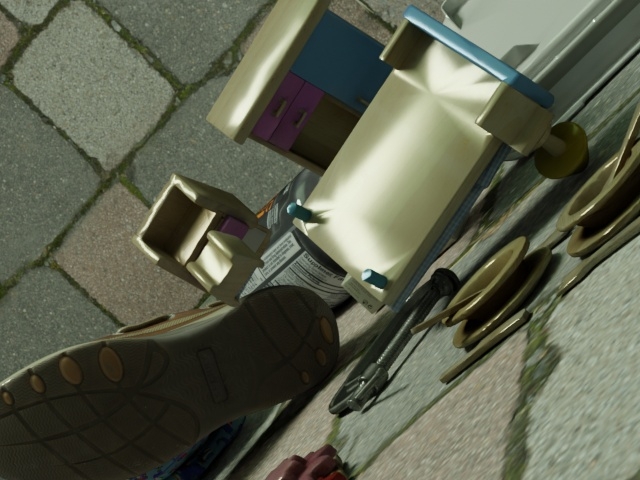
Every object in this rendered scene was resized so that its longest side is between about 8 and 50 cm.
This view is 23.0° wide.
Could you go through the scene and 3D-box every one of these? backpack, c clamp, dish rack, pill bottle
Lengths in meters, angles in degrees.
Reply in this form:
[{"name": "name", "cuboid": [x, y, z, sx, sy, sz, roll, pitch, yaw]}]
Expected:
[{"name": "backpack", "cuboid": [-0.145, 0.173, 1.490, 0.158, 0.117, 0.173, -50, 5, -37]}, {"name": "c clamp", "cuboid": [0.057, 0.074, 1.152, 0.161, 0.022, 0.137, -52, 2, -37]}, {"name": "dish rack", "cuboid": [0.236, -0.248, 1.432, 0.333, 0.072, 0.285, -44, 23, 14]}, {"name": "pill bottle", "cuboid": [0.000, 0.000, 1.584, 0.245, 0.130, 0.130, -41, 8, 47]}]

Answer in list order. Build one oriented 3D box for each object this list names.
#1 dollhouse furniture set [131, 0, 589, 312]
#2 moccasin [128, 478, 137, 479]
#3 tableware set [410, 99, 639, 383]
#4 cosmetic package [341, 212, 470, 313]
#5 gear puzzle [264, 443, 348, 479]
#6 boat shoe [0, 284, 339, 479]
[{"name": "dollhouse furniture set", "cuboid": [0.060, -0.019, 1.235, 0.286, 0.198, 0.303, -58, 43, 6]}, {"name": "moccasin", "cuboid": [-0.214, 0.273, 1.266, 0.138, 0.117, 0.342, -45, 5, 19]}, {"name": "tableware set", "cuboid": [0.136, -0.002, 0.952, 0.194, 0.039, 0.128, -43, 6, 36]}, {"name": "cosmetic package", "cuboid": [0.075, 0.008, 1.387, 0.115, 0.041, 0.060, -43, 6, 33]}, {"name": "gear puzzle", "cuboid": [-0.049, 0.199, 0.863, 0.175, 0.044, 0.339, -46, 5, 0]}, {"name": "boat shoe", "cuboid": [-0.143, 0.126, 1.345, 0.324, 0.123, 0.116, -15, 4, -19]}]
